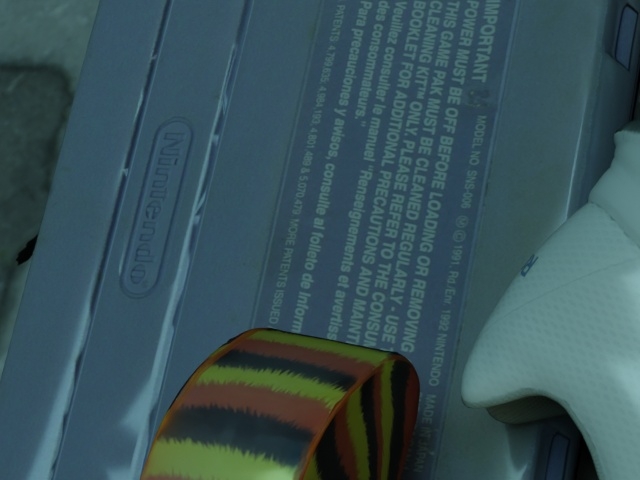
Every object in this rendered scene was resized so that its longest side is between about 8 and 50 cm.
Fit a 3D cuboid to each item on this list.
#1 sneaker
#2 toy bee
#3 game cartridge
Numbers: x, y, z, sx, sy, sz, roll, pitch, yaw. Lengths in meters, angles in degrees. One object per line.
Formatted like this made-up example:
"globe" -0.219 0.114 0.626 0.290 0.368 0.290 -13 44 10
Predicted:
"sneaker" 0.168 0.098 0.594 0.129 0.111 0.297 -46 65 8
"toy bee" -0.035 0.169 0.566 0.195 0.162 0.298 -13 76 19
"game cartridge" 0.000 0.000 0.740 0.230 0.068 0.355 5 70 20
